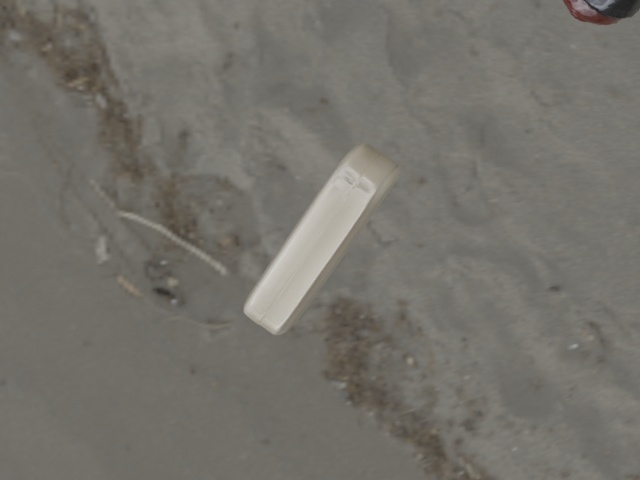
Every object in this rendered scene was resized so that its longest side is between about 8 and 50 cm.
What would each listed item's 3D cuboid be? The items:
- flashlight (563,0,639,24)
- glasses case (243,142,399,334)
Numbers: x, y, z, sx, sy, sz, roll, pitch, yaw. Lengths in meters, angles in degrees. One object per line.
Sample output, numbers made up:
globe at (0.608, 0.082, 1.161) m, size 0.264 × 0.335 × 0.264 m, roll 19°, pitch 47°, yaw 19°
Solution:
flashlight at (0.285, -0.255, 1.136) m, size 0.232 × 0.093 × 0.093 m, roll -31°, pitch 76°, yaw 50°
glasses case at (0.000, 0.000, 1.287) m, size 0.050 × 0.083 × 0.196 m, roll 36°, pitch 114°, yaw 2°
